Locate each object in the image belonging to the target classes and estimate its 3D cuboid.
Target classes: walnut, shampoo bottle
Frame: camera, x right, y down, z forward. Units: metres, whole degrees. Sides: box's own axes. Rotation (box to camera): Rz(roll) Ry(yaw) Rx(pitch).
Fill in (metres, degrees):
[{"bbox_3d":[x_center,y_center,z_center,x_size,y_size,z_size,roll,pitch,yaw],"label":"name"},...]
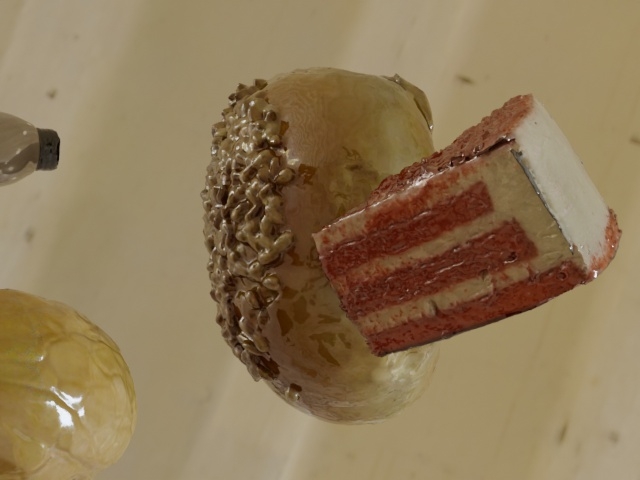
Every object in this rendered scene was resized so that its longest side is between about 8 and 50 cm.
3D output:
[{"bbox_3d":[-0.209,0.108,1.131,0.159,0.159,0.207,9,-7,23],"label":"walnut"},{"bbox_3d":[-0.375,-0.091,1.634,0.257,0.078,0.127,-1,23,-27],"label":"shampoo bottle"}]

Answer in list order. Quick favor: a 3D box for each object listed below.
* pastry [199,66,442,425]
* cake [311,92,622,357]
[{"bbox_3d":[0.000,0.000,1.780,0.245,0.409,0.409,-4,-33,-5],"label":"pastry"},{"bbox_3d":[0.138,-0.019,1.546,0.262,0.159,0.158,-23,-78,40],"label":"cake"}]
